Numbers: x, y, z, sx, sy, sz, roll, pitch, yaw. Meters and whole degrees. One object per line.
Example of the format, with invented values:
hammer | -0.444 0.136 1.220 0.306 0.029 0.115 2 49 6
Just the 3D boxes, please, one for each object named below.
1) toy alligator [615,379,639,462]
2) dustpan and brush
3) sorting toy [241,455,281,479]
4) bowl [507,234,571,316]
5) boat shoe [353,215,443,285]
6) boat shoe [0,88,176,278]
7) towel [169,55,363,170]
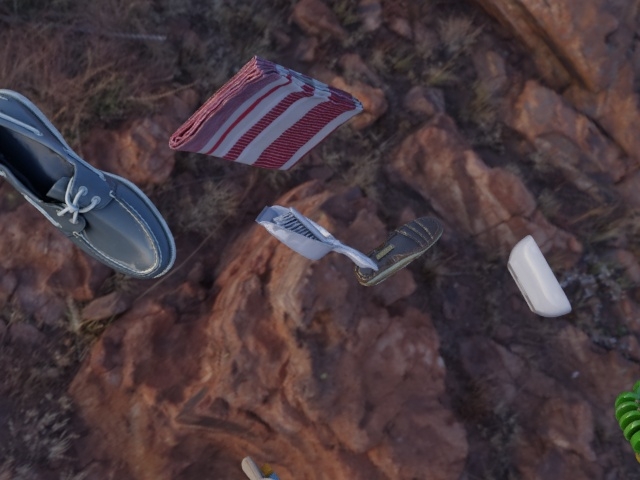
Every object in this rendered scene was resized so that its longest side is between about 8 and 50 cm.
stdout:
toy alligator | 0.335 0.206 0.783 0.051 0.056 0.190 13 33 -8
dustpan and brush | 0.000 0.000 1.296 0.211 0.060 0.147 40 12 -5
sorting toy | -0.042 0.428 1.232 0.038 0.208 0.193 -38 94 -16
bowl | 0.356 0.067 1.294 0.142 0.053 0.142 63 6 10
boat shoe | 0.152 0.023 1.488 0.068 0.190 0.072 62 6 31
boat shoe | -0.321 -0.056 0.980 0.319 0.116 0.099 44 16 -9
towel | -0.089 -0.216 1.448 0.329 0.237 0.037 6 53 -54
